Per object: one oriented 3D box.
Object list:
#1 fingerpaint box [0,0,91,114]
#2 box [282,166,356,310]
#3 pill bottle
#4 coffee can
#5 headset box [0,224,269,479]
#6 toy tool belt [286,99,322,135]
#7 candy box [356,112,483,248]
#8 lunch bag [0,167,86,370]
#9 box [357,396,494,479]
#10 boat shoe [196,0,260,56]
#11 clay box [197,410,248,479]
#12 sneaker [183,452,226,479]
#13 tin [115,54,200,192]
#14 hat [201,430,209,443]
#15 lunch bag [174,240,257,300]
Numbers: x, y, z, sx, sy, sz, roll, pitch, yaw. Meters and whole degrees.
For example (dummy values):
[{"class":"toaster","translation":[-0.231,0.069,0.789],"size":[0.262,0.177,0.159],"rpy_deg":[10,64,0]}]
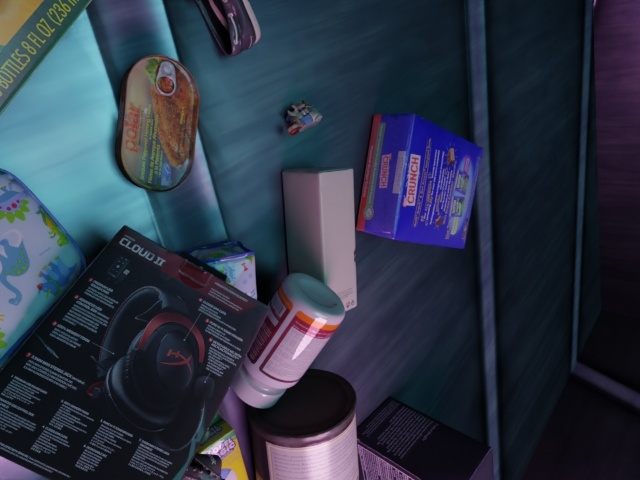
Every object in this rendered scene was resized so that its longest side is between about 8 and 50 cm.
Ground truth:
[{"class":"fingerpaint box","translation":[-0.369,-0.354,0.350],"size":[0.371,0.163,0.445],"rpy_deg":[41,70,-40]},{"class":"box","translation":[0.000,0.000,0.806],"size":[0.094,0.113,0.276],"rpy_deg":[-14,109,-41]},{"class":"pill bottle","translation":[-0.062,0.175,0.727],"size":[0.121,0.121,0.221],"rpy_deg":[16,114,-44]},{"class":"coffee can","translation":[-0.026,0.421,0.799],"size":[0.201,0.201,0.276],"rpy_deg":[-16,109,-40]},{"class":"headset box","translation":[-0.215,0.141,0.516],"size":[0.218,0.110,0.294],"rpy_deg":[31,57,-8]},{"class":"toy tool belt","translation":[-0.040,-0.229,0.773],"size":[0.083,0.052,0.051],"rpy_deg":[-35,89,-37]},{"class":"candy box","translation":[0.245,-0.129,1.004],"size":[0.317,0.122,0.269],"rpy_deg":[7,94,-45]},{"class":"lunch bag","translation":[-0.370,0.046,0.431],"size":[0.176,0.090,0.219],"rpy_deg":[62,30,-31]},{"class":"box","translation":[0.259,0.607,1.042],"size":[0.182,0.293,0.297],"rpy_deg":[-27,117,-36]},{"class":"boat shoe","translation":[-0.161,-0.370,0.606],"size":[0.065,0.075,0.206],"rpy_deg":[-53,135,-22]},{"class":"clay box","translation":[-0.199,0.421,0.738],"size":[0.127,0.053,0.222],"rpy_deg":[-25,115,-36]},{"class":"sneaker","translation":[-0.208,0.354,0.633],"size":[0.106,0.078,0.235],"rpy_deg":[-40,124,-24]},{"class":"tin","translation":[-0.235,-0.165,0.603],"size":[0.106,0.040,0.190],"rpy_deg":[4,96,-48]},{"class":"hat","translation":[-0.248,0.216,0.659],"size":[0.208,0.172,0.184],"rpy_deg":[29,42,-38]},{"class":"lunch bag","translation":[-0.181,0.079,0.668],"size":[0.151,0.096,0.129],"rpy_deg":[-9,107,-27]}]
